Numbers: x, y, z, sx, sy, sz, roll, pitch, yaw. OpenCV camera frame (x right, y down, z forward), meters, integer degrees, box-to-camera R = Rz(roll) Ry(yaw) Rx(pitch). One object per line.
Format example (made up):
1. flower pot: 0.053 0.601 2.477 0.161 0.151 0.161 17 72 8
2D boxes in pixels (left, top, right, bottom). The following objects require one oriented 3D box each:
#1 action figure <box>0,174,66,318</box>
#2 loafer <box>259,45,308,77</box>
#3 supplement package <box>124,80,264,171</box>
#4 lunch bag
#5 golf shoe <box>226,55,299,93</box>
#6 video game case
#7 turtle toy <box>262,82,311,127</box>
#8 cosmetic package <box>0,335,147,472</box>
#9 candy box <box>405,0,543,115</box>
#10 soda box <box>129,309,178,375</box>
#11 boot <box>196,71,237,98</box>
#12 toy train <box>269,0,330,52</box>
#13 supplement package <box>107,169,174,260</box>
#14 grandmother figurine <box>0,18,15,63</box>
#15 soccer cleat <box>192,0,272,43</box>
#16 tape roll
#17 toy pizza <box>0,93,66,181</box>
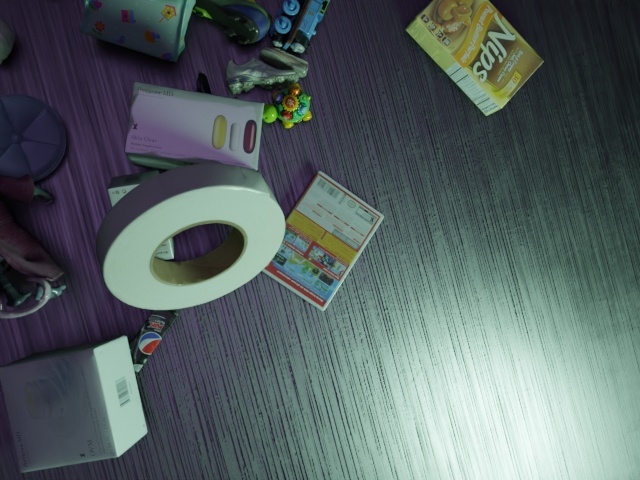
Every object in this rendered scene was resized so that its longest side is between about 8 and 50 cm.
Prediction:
1. action figure: -0.693 -0.028 1.164 0.248 0.276 0.370 -21 106 -5
2. loafer: -0.088 -0.445 1.406 0.125 0.045 0.039 24 67 -16
3. supplement package: -0.267 -0.224 1.226 0.261 0.204 0.145 6 88 -13
4. lunch bag: -0.381 -0.553 1.236 0.223 0.160 0.262 16 127 -12
5. golf shoe: -0.140 -0.409 1.381 0.176 0.069 0.086 -8 83 -13
6. video game case: 0.000 0.000 1.412 0.204 0.025 0.285 35 82 -8
7. turtle toy: -0.084 -0.322 1.383 0.130 0.066 0.095 -23 94 3
8. cosmetic package: -0.519 0.341 1.209 0.224 0.138 0.224 -13 90 10
9. candy box: 0.397 -0.503 1.477 0.316 0.087 0.183 44 81 -6
10. soda box: -0.395 0.226 1.307 0.053 0.060 0.169 35 82 -8
11. boot: -0.247 -0.335 1.365 0.099 0.045 0.121 3 95 -9
12. toy train: -0.051 -0.545 1.397 0.105 0.080 0.184 24 83 -15
13. supplement package: -0.392 -0.050 1.265 0.105 0.105 0.179 -10 113 -10
14. grandmother figurine: -0.828 -0.389 1.227 0.342 0.104 0.208 -22 101 -9
15. soccer cleat: -0.245 -0.582 1.367 0.289 0.093 0.121 37 51 -3
16. tape roll: -0.260 0.003 1.192 0.391 0.392 0.072 -21 58 -11
17. toy pizza: -0.674 -0.225 1.283 0.201 0.032 0.201 0 88 -10
